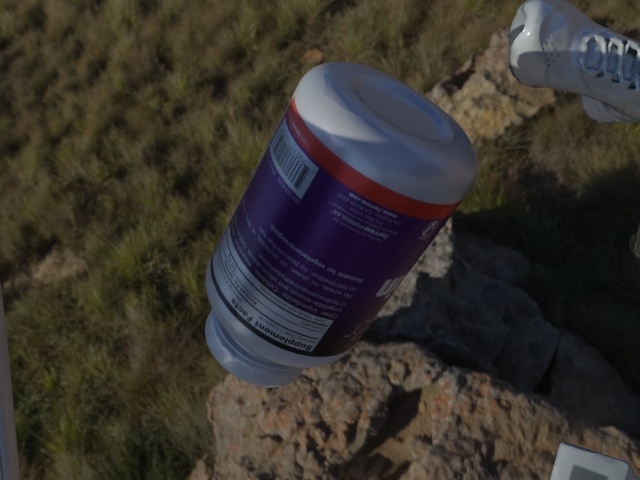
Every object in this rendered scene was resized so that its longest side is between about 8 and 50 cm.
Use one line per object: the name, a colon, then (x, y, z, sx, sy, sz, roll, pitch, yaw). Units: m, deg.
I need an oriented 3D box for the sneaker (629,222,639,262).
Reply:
sneaker: (0.239, -0.034, 0.389, 0.097, 0.135, 0.276, 23, 35, -5)

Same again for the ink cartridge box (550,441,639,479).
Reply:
ink cartridge box: (0.219, 0.278, 0.557, 0.066, 0.232, 0.189, 13, 77, 28)

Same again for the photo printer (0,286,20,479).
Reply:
photo printer: (-0.278, 0.091, 0.460, 0.107, 0.308, 0.256, -7, 32, -28)

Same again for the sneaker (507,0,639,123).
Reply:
sneaker: (0.345, -0.215, 0.792, 0.129, 0.297, 0.111, 28, 104, 54)

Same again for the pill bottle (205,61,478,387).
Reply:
pill bottle: (0.000, 0.000, 0.659, 0.181, 0.323, 0.182, 22, 34, -15)
